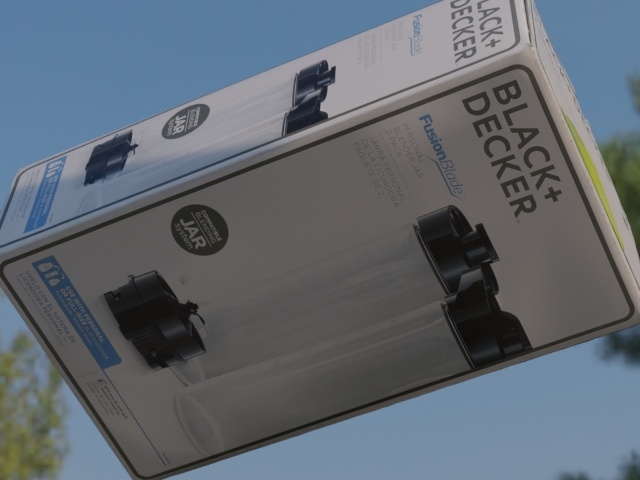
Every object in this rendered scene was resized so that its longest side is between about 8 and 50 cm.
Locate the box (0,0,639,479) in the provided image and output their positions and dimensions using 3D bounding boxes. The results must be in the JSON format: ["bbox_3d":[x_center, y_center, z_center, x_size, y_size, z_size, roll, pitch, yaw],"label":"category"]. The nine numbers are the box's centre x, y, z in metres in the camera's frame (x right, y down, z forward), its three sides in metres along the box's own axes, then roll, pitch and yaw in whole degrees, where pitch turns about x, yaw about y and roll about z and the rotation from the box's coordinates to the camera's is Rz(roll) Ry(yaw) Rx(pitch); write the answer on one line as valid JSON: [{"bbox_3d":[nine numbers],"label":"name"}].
[{"bbox_3d":[0.000,0.000,0.799,0.290,0.087,0.169,-19,-60,14],"label":"box"}]
